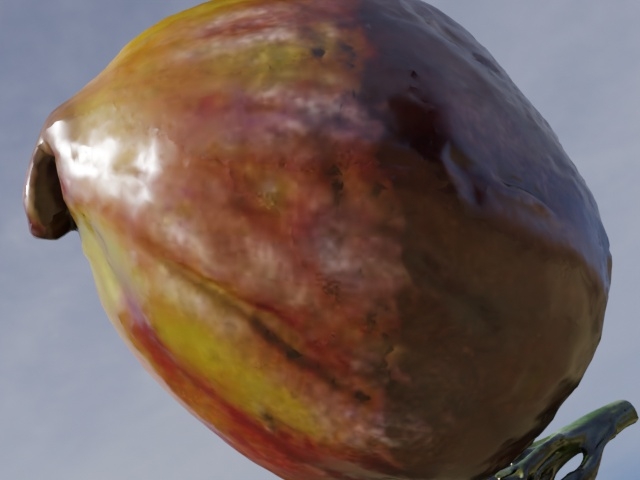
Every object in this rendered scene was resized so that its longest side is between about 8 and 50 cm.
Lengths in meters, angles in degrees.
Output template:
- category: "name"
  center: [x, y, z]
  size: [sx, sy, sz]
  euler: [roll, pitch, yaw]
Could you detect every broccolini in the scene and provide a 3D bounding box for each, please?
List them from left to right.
- category: "broccolini"
  center: [0.149, 0.151, 0.796]
  size: [0.202, 0.091, 0.068]
  euler: [-36, -54, -33]

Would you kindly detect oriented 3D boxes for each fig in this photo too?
- category: "fig"
  center: [0.012, -0.001, 0.511]
  size: [0.224, 0.224, 0.263]
  euler: [-29, -42, 19]
